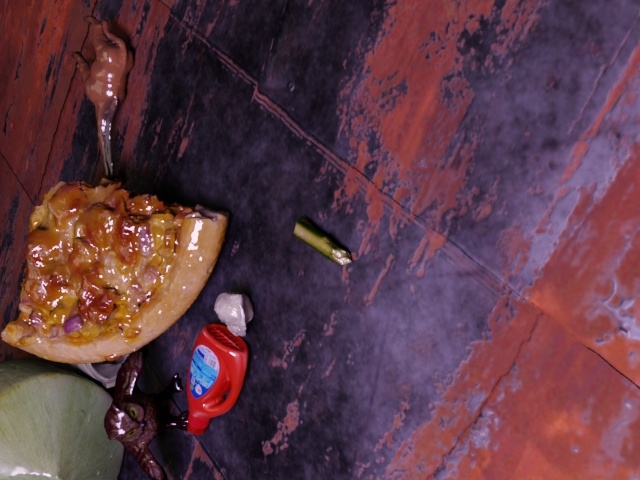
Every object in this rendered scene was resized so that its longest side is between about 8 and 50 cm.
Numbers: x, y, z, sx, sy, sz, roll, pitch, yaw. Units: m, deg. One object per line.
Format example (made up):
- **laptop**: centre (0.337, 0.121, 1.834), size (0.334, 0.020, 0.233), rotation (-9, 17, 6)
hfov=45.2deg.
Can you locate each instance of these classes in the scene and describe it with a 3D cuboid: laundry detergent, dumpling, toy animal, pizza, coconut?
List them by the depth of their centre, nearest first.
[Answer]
- **dumpling**: centre (-0.119, 0.100, 1.038), size (0.076, 0.052, 0.057), rotation (-16, 67, 34)
- **laundry detergent**: centre (-0.151, 0.205, 1.080), size (0.097, 0.049, 0.165), rotation (34, 117, 36)
- **toy animal**: centre (-0.274, 0.263, 1.115), size (0.116, 0.179, 0.219), rotation (-14, 78, 18)
- **pizza**: centre (-0.313, 0.032, 1.120), size (0.408, 0.114, 0.278), rotation (-22, 85, 15)
- **coconut**: centre (-0.476, 0.337, 1.238), size (0.328, 0.328, 0.281), rotation (10, 82, 46)
- **toy animal**: centre (-0.364, -0.230, 1.283), size (0.230, 0.066, 0.224), rotation (54, 126, 25)

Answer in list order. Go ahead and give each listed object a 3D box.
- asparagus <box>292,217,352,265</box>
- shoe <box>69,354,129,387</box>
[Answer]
- **asparagus**: centre (0.000, 0.001, 0.937), size (0.108, 0.021, 0.025), rotation (36, 114, 40)
- **shoe**: centre (-0.338, 0.107, 1.237), size (0.098, 0.103, 0.275), rotation (31, 117, 42)
